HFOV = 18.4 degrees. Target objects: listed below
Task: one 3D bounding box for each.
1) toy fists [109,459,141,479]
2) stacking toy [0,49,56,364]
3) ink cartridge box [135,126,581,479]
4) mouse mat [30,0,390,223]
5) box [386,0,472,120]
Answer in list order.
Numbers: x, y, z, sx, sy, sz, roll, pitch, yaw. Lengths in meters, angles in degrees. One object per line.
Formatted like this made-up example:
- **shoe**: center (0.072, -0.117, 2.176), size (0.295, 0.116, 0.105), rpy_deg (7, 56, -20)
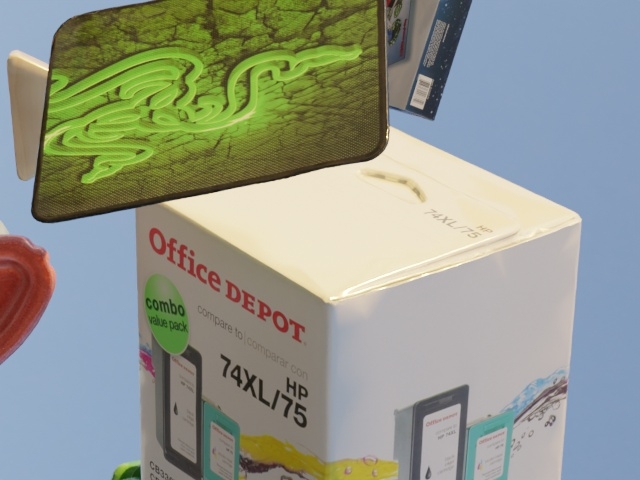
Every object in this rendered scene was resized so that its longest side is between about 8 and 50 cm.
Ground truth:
- **toy fists**: center (-0.092, 0.182, 1.546), size (0.096, 0.142, 0.279), rpy_deg (44, -68, 24)
- **stacking toy**: center (-0.304, -0.067, 1.356), size (0.279, 0.309, 0.130), rpy_deg (-53, -166, 8)
- **ink cartridge box**: center (0.019, 0.095, 1.225), size (0.198, 0.197, 0.270), rpy_deg (29, -53, 45)
- **mouse mat**: center (-0.057, -0.081, 1.024), size (0.190, 0.007, 0.152), rpy_deg (-11, -132, 13)
- **box**: center (0.058, -0.229, 1.626), size (0.159, 0.044, 0.233), rpy_deg (20, -87, 41)
